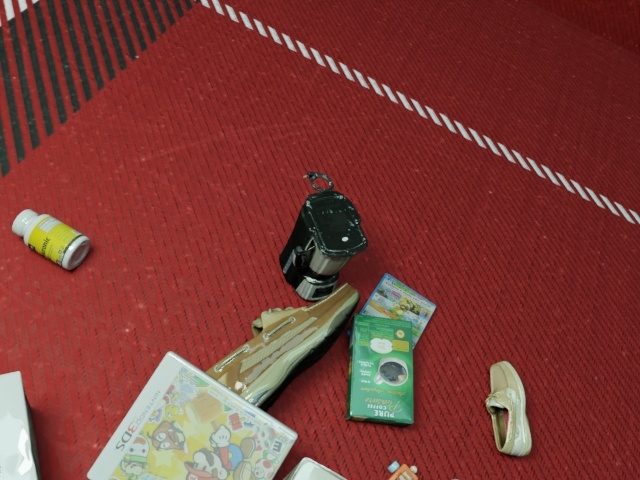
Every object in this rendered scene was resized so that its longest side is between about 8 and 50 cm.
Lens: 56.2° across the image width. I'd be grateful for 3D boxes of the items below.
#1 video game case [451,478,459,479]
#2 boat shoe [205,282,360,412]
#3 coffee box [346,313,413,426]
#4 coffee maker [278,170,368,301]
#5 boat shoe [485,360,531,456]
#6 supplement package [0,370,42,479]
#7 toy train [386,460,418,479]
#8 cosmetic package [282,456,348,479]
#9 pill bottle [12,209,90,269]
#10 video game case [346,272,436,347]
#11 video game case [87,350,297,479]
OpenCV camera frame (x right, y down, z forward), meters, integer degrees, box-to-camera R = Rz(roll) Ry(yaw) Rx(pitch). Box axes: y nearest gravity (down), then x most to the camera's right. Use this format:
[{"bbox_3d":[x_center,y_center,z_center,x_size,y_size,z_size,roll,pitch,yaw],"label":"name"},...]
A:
[{"bbox_3d":[0.237,0.489,0.895,0.190,0.022,0.173,42,51,-9],"label":"video game case"},{"bbox_3d":[-0.062,0.165,0.996,0.120,0.123,0.324,40,53,15],"label":"boat shoe"},{"bbox_3d":[0.104,0.224,1.043,0.113,0.040,0.184,8,60,-10],"label":"coffee box"},{"bbox_3d":[0.000,0.000,1.094,0.120,0.178,0.171,11,56,-14],"label":"coffee maker"},{"bbox_3d":[0.327,0.295,1.068,0.059,0.063,0.170,9,54,-20],"label":"boat shoe"},{"bbox_3d":[-0.425,0.315,0.754,0.133,0.139,0.244,-11,59,-26],"label":"supplement package"},{"bbox_3d":[0.147,0.429,0.923,0.125,0.046,0.166,-28,68,-32],"label":"toy train"},{"bbox_3d":[-0.034,0.393,0.728,0.129,0.296,0.153,31,52,3],"label":"cosmetic package"},{"bbox_3d":[-0.457,-0.004,1.016,0.116,0.065,0.065,30,52,4],"label":"pill bottle"},{"bbox_3d":[0.137,0.151,1.137,0.119,0.015,0.166,33,53,7],"label":"video game case"},{"bbox_3d":[-0.181,0.306,0.855,0.226,0.026,0.206,32,81,5],"label":"video game case"}]
